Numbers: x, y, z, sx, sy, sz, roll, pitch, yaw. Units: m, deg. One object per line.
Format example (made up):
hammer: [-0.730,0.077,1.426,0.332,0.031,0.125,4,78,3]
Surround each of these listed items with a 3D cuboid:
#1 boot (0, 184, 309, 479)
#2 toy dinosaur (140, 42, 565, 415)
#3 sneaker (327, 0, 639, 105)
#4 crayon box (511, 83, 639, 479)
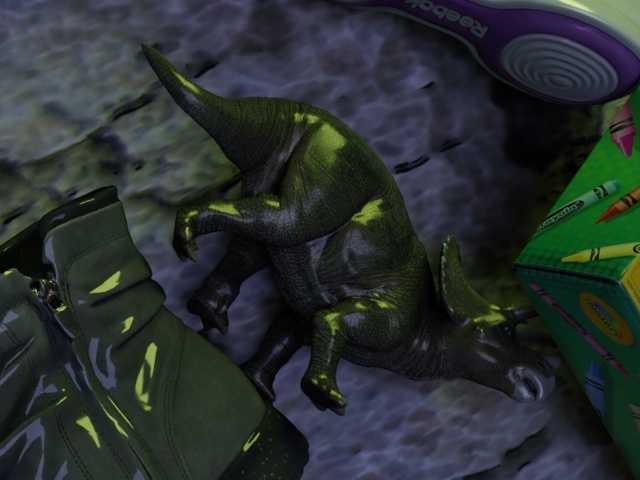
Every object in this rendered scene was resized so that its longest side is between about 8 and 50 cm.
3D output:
boot: [-0.170,0.145,0.882,0.222,0.118,0.338,51,51,-20]
toy dinosaur: [0.000,0.000,0.989,0.313,0.121,0.160,49,63,-8]
sneaker: [0.076,-0.201,1.019,0.305,0.114,0.152,28,58,-15]
crayon box: [0.241,0.055,1.010,0.165,0.081,0.278,-52,127,-25]
